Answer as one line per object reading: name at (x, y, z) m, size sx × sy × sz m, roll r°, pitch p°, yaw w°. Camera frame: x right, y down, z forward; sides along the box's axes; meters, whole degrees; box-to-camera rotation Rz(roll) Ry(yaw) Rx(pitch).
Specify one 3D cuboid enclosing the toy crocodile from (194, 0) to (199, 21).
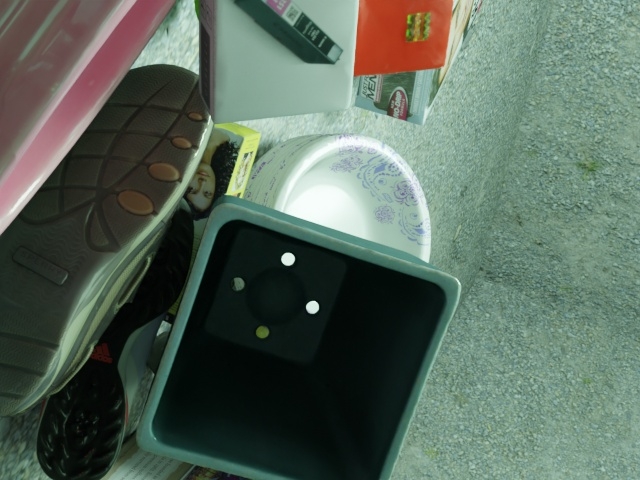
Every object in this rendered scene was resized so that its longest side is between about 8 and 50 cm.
toy crocodile at (-0.045, -0.356, 1.109) m, size 0.340 × 0.105 × 0.115 m, roll -69°, pitch 165°, yaw 5°

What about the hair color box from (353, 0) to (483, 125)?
hair color box at (0.169, -0.364, 1.738) m, size 0.185 × 0.114 × 0.374 m, roll 96°, pitch 17°, yaw -46°

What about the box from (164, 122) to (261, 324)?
box at (-0.144, -0.023, 1.285) m, size 0.058 × 0.087 × 0.232 m, roll -29°, pitch 138°, yaw -69°

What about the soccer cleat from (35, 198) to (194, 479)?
soccer cleat at (-0.220, 0.095, 1.208) m, size 0.116 × 0.109 × 0.318 m, roll 170°, pitch -63°, yaw -75°

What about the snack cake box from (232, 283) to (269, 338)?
snack cake box at (-0.069, 0.092, 1.691) m, size 0.264 × 0.089 × 0.152 m, roll -62°, pitch 163°, yaw -19°

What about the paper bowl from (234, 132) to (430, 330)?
paper bowl at (0.000, 0.000, 1.542) m, size 0.284 × 0.148 × 0.284 m, roll -3°, pitch 94°, yaw -40°

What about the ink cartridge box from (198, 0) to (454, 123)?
ink cartridge box at (0.020, -0.238, 0.954) m, size 0.060 × 0.239 × 0.275 m, roll -118°, pitch -154°, yaw -50°

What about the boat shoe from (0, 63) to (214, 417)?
boat shoe at (-0.214, -0.002, 1.044) m, size 0.355 × 0.132 × 0.130 m, roll -55°, pitch 172°, yaw -11°

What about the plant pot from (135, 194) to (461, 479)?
plant pot at (-0.034, 0.088, 1.192) m, size 0.252 × 0.247 × 0.248 m, roll -118°, pitch -133°, yaw -76°

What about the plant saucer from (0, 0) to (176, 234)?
plant saucer at (-0.188, -0.128, 0.798) m, size 0.332 × 0.084 × 0.332 m, roll -51°, pitch -171°, yaw 12°

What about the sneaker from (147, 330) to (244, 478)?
sneaker at (-0.098, 0.216, 1.421) m, size 0.109 × 0.286 × 0.130 m, roll -46°, pitch -167°, yaw 35°

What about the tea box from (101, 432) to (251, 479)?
tea box at (-0.190, 0.428, 1.508) m, size 0.329 × 0.220 × 0.323 m, roll -41°, pitch 151°, yaw -60°

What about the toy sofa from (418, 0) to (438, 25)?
toy sofa at (0.090, -0.355, 1.181) m, size 0.362 × 0.150 × 0.177 m, roll -60°, pitch 167°, yaw -64°
